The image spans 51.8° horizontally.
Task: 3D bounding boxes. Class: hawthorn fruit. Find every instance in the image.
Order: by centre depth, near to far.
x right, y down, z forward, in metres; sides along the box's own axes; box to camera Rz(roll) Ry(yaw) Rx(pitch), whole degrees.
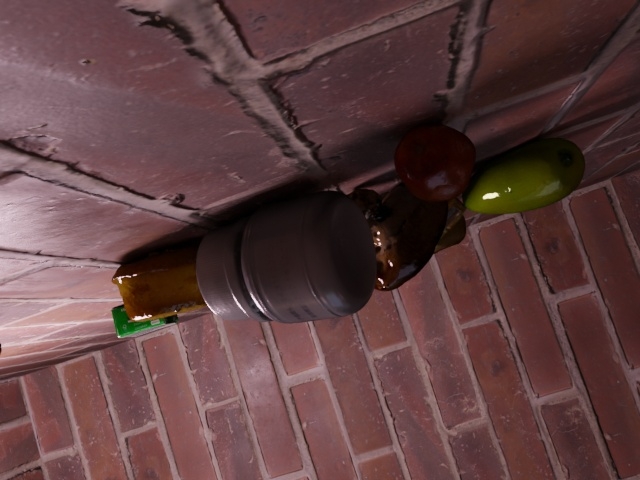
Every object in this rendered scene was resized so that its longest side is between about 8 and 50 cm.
[{"bbox_3d":[0.188,-0.131,1.091,0.132,0.133,0.138,-23,163,35],"label":"hawthorn fruit"}]

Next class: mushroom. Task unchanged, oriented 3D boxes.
[{"bbox_3d":[0.172,-0.038,1.551,0.267,0.255,0.267,-29,-170,5],"label":"mushroom"}]

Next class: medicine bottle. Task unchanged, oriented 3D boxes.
[{"bbox_3d":[-0.068,0.044,1.313,0.306,0.245,0.245,-11,177,28],"label":"medicine bottle"}]

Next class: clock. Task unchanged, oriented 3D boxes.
[{"bbox_3d":[0.299,-0.074,1.739,0.143,0.096,0.202,-45,161,14],"label":"clock"}]

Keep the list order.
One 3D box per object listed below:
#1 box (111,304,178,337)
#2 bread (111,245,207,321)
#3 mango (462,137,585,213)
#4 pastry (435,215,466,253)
[{"bbox_3d":[-0.591,0.259,2.233,0.180,0.103,0.250,-17,172,-4],"label":"box"},{"bbox_3d":[-0.330,0.096,1.473,0.268,0.146,0.268,-13,175,-1],"label":"bread"},{"bbox_3d":[0.493,-0.146,1.636,0.192,0.156,0.343,0,167,-38],"label":"mango"},{"bbox_3d":[0.281,-0.017,2.048,0.355,0.164,0.356,-15,174,-2],"label":"pastry"}]
